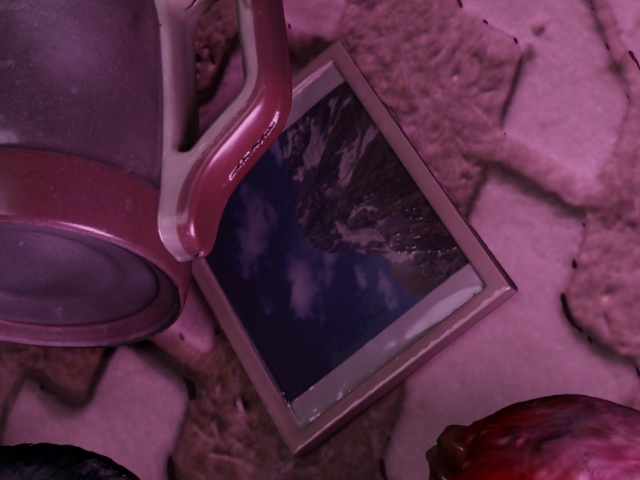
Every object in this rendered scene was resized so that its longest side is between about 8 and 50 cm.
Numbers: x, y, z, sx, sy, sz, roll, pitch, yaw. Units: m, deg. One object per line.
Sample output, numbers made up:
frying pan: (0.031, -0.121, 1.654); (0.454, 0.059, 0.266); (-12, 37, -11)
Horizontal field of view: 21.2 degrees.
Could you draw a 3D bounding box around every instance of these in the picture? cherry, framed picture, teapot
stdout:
cherry: (0.166, 0.186, 1.030); (0.250, 0.192, 0.175); (-5, 101, 20)
framed picture: (0.000, 0.000, 1.305); (0.209, 0.019, 0.281); (-40, 55, 8)
teapot: (-0.167, -0.106, 1.301); (0.315, 0.233, 0.312); (-7, 63, 22)

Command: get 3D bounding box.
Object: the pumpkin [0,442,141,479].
pumpkin: (-0.203, 0.256, 1.203); (0.233, 0.163, 0.233); (-6, 61, 10)
